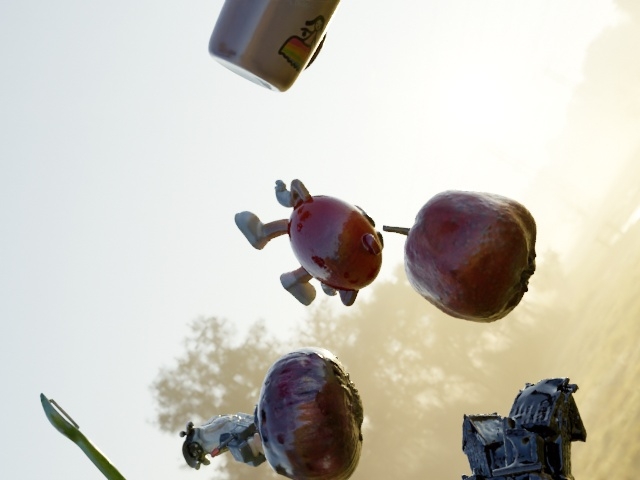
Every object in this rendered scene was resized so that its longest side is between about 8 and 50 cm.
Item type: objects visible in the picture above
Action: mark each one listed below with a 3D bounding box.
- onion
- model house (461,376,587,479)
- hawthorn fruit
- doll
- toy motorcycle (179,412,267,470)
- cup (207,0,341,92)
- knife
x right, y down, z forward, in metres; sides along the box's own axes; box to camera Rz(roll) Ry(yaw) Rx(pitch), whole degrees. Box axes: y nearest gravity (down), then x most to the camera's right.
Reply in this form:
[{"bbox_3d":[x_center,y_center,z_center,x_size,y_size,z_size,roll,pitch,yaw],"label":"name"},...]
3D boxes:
[{"bbox_3d":[-0.020,0.300,1.616,0.246,0.190,0.246,-6,-90,-83],"label":"onion"},{"bbox_3d":[0.259,0.276,1.264,0.141,0.164,0.203,10,-27,-43],"label":"model house"},{"bbox_3d":[0.278,0.020,1.942,0.287,0.330,0.287,-48,-32,-43],"label":"hawthorn fruit"},{"bbox_3d":[0.000,0.000,1.162,0.085,0.183,0.217,-44,15,-34],"label":"doll"},{"bbox_3d":[-0.185,0.389,1.838,0.150,0.102,0.221,-32,18,-36],"label":"toy motorcycle"},{"bbox_3d":[-0.078,-0.383,1.746,0.200,0.192,0.253,-64,-29,2],"label":"cup"},{"bbox_3d":[-0.309,0.271,1.243,0.022,0.184,0.026,-40,4,31],"label":"knife"}]
